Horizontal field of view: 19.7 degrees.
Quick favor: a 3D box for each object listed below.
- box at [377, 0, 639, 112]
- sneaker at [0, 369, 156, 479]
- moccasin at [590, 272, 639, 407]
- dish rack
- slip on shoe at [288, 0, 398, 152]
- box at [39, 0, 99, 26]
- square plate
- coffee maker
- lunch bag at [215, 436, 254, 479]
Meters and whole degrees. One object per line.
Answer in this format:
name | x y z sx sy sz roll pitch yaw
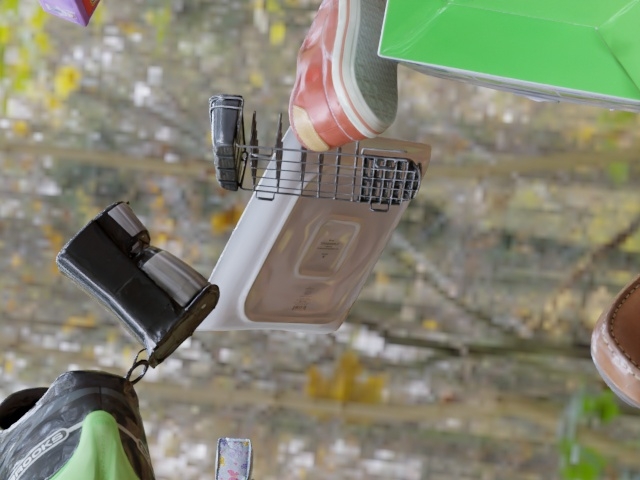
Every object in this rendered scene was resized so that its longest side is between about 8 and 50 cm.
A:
box | 0.211 -0.205 1.806 0.231 0.262 0.126 -5 -74 -76
sneaker | -0.249 0.243 1.651 0.483 0.185 0.202 -37 46 55
moccasin | 0.390 0.032 1.570 0.139 0.380 0.147 60 153 23
dish rack | -0.007 -0.104 2.318 0.208 0.272 0.074 92 -176 -75
slip on shoe | 0.025 -0.201 1.932 0.123 0.101 0.331 53 -155 -26
box | -0.242 -0.371 1.850 0.293 0.057 0.201 78 -144 -68
square plate | 0.000 0.000 2.676 0.347 0.049 0.344 5 -63 -52
coffee maker | -0.243 0.062 2.290 0.171 0.178 0.120 -41 -15 -34
lunch bag | -0.108 0.295 2.316 0.071 0.053 0.083 89 -174 -72
